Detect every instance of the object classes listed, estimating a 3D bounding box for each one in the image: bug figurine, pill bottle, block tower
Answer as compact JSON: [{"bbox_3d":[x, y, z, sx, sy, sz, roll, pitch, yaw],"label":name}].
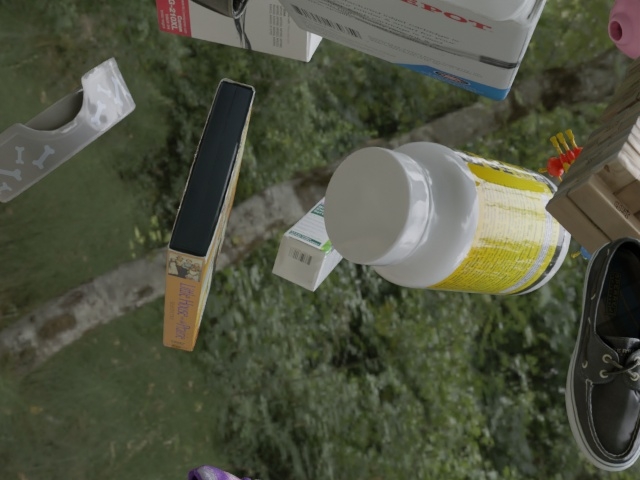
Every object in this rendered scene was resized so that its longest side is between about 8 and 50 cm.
[{"bbox_3d":[0.544,-0.093,1.552,0.072,0.216,0.279,41,32,-55],"label":"bug figurine"},{"bbox_3d":[0.170,-0.027,1.091,0.334,0.188,0.188,7,65,-44],"label":"pill bottle"},{"bbox_3d":[0.360,-0.115,0.897,0.097,0.091,0.335,44,51,-6],"label":"block tower"}]

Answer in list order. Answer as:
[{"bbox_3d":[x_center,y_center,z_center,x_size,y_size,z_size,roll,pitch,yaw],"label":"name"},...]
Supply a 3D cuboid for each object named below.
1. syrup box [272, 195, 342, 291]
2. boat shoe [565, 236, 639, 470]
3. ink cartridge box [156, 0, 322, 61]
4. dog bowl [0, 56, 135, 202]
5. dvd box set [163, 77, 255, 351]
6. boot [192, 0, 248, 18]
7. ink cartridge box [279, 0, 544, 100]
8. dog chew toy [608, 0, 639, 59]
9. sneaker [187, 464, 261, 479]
[{"bbox_3d":[0.000,0.000,1.655,0.237,0.093,0.096,-46,158,-58],"label":"syrup box"},{"bbox_3d":[0.177,0.066,0.498,0.040,0.049,0.142,71,25,-73],"label":"boat shoe"},{"bbox_3d":[-0.099,-0.369,1.221,0.100,0.237,0.172,94,14,-46],"label":"ink cartridge box"},{"bbox_3d":[-0.497,-0.199,1.539,0.102,0.349,0.349,54,9,-15],"label":"dog bowl"},{"bbox_3d":[-0.191,-0.024,1.374,0.420,0.062,0.307,113,-10,-62],"label":"dvd box set"},{"bbox_3d":[-0.165,-0.374,0.954,0.076,0.208,0.189,-31,138,-50],"label":"boot"},{"bbox_3d":[0.073,-0.227,0.655,0.307,0.223,0.129,-6,119,-81],"label":"ink cartridge box"},{"bbox_3d":[0.632,-0.393,1.384,0.206,0.332,0.206,161,-90,-77],"label":"dog chew toy"},{"bbox_3d":[-0.156,0.355,0.928,0.095,0.104,0.236,-35,-160,57],"label":"sneaker"}]
